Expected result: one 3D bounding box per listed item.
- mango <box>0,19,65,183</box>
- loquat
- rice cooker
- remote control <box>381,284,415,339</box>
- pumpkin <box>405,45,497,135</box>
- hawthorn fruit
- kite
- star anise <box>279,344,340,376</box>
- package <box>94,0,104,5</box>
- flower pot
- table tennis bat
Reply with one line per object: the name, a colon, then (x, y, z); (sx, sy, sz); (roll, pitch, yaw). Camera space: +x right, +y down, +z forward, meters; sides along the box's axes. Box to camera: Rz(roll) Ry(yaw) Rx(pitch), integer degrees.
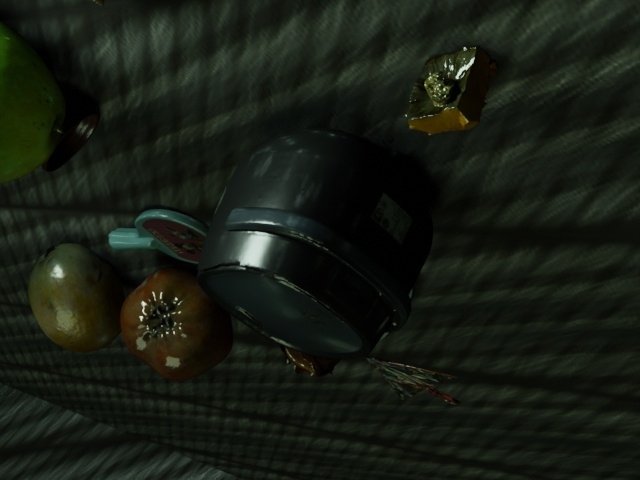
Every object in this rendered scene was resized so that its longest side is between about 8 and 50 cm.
mango: (-0.501, -0.210, 1.406); (0.382, 0.201, 0.225); (31, 130, -8)
loquat: (-0.455, 0.108, 2.105); (0.179, 0.179, 0.227); (12, 146, 29)
rice cooker: (0.000, 0.000, 1.338); (0.267, 0.224, 0.267); (23, 157, 10)
remote control: (0.084, 0.089, 1.675); (0.097, 0.045, 0.256); (32, 155, 1)
pumpkin: (0.123, -0.144, 1.083); (0.074, 0.083, 0.054); (-8, 144, 47)
hawthorn fruit: (-0.242, 0.156, 1.999); (0.199, 0.199, 0.251); (19, 170, 15)
kite: (0.164, 0.249, 1.983); (0.189, 0.009, 0.232); (28, 157, -6)
star anise: (-0.023, 0.109, 1.659); (0.125, 0.190, 0.220); (7, -142, -42)
package: (-0.257, -0.304, 1.188); (0.108, 0.031, 0.120); (33, 156, -18)
flower pot: (-0.373, -0.163, 1.544); (0.089, 0.111, 0.111); (41, 157, 3)
table tennis bat: (-0.257, -0.004, 1.839); (0.244, 0.040, 0.153); (-1, 147, 39)
